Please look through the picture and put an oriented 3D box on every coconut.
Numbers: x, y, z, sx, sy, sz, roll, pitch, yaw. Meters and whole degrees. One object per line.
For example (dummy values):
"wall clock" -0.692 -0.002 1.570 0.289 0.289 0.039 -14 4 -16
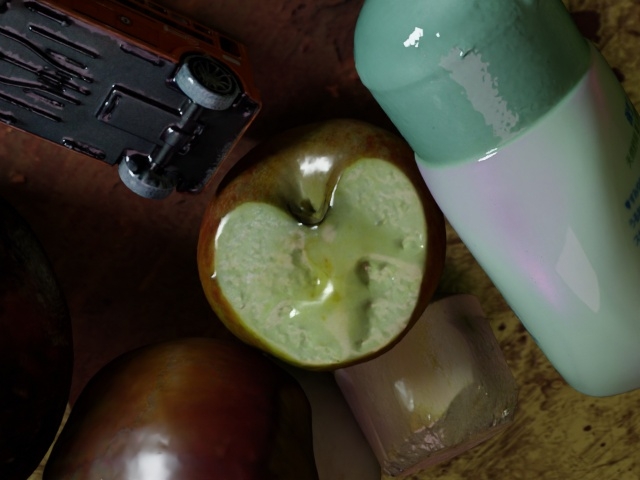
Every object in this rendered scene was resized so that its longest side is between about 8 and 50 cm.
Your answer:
"coconut" 0.086 0.114 1.080 0.147 0.153 0.147 -21 162 -7

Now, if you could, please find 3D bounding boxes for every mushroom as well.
"mushroom" -0.043 0.202 1.139 0.206 0.209 0.206 -4 104 -15

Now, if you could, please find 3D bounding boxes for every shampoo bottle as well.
"shampoo bottle" 0.157 -0.062 0.898 0.151 0.222 0.349 -23 118 30

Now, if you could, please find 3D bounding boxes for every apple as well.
"apple" 0.000 0.000 0.958 0.195 0.160 0.173 -25 115 2

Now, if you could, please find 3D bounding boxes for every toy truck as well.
"toy truck" -0.174 -0.129 0.865 0.252 0.114 0.107 23 126 -24

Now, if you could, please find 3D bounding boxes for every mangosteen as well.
"mangosteen" -0.353 0.086 0.932 0.306 0.306 0.359 29 157 -26

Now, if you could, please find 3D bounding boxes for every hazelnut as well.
"hazelnut" -0.102 0.201 0.926 0.217 0.217 0.252 2 106 -7
